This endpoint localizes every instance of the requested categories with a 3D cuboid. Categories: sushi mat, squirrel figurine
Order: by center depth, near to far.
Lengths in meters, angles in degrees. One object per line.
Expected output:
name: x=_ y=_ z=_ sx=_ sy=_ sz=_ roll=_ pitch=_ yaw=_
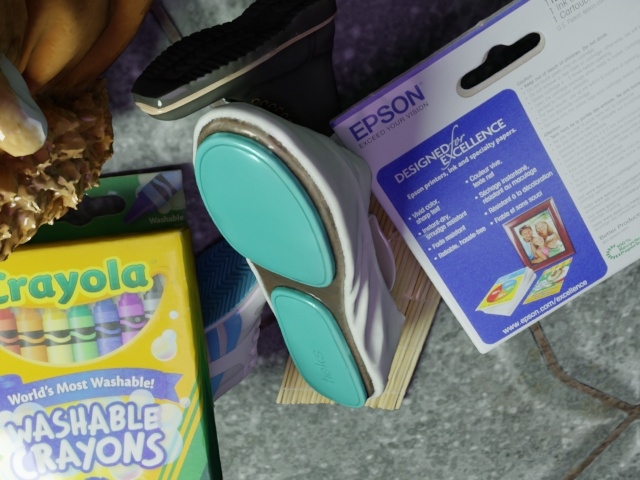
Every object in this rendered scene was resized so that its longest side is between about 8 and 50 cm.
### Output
squirrel figurine: x=-0.227 y=-0.117 z=0.526 sx=0.281 sy=0.370 sz=0.396 roll=0 pitch=123 yaw=-10
sushi mat: x=0.057 y=0.057 z=0.899 sx=0.152 sy=0.019 sz=0.316 roll=8 pitch=121 yaw=-13

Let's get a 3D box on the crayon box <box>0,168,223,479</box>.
crayon box: x=-0.207 y=0.107 z=0.760 sx=0.203 sy=0.083 sz=0.322 roll=-7 pitch=95 yaw=-2

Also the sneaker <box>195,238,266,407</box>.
sneaker: x=-0.101 y=0.087 z=0.862 sx=0.092 sy=0.087 sz=0.228 roll=18 pitch=120 yaw=-40

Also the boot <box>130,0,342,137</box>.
boot: x=-0.050 y=-0.111 z=0.695 sx=0.198 sy=0.077 sz=0.137 roll=-35 pitch=134 yaw=-28

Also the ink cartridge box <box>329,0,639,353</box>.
ink cartridge box: x=0.206 y=-0.083 z=0.794 sx=0.304 sy=0.072 sz=0.307 roll=-32 pitch=116 yaw=7

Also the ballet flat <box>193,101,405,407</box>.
ballet flat: x=0.000 y=0.000 z=0.739 sx=0.139 sy=0.139 sz=0.400 roll=-18 pitch=139 yaw=2
